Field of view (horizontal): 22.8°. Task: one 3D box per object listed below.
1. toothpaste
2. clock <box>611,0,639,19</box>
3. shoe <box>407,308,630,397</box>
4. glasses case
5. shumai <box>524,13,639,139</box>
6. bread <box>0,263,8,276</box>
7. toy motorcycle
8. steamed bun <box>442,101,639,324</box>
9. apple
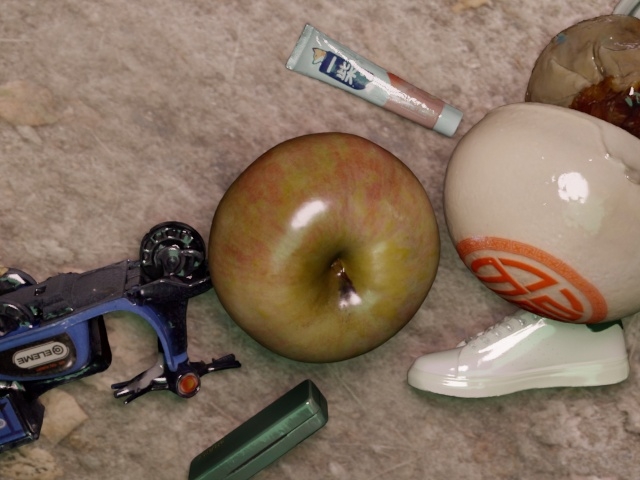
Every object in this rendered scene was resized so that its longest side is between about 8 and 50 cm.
[{"bbox_3d":[0.064,-0.176,1.797,0.205,0.036,0.056,26,103,-5],"label":"toothpaste"},{"bbox_3d":[0.426,-0.193,1.757,0.236,0.053,0.236,14,117,31],"label":"clock"},{"bbox_3d":[0.232,0.118,1.862,0.265,0.095,0.110,-2,101,-6],"label":"shoe"},{"bbox_3d":[-0.074,0.241,1.890,0.184,0.078,0.039,-36,104,8],"label":"glasses case"},{"bbox_3d":[0.311,-0.142,1.739,0.201,0.120,0.201,8,109,23],"label":"shumai"},{"bbox_3d":[-0.536,0.027,1.715,0.316,0.211,0.270,45,101,13],"label":"bread"},{"bbox_3d":[-0.262,0.113,1.832,0.358,0.125,0.212,-19,114,6],"label":"toy motorcycle"},{"bbox_3d":[0.257,-0.010,1.716,0.283,0.283,0.177,32,72,-10],"label":"steamed bun"},{"bbox_3d":[0.000,0.000,1.736,0.257,0.234,0.257,-5,115,-11],"label":"apple"}]
